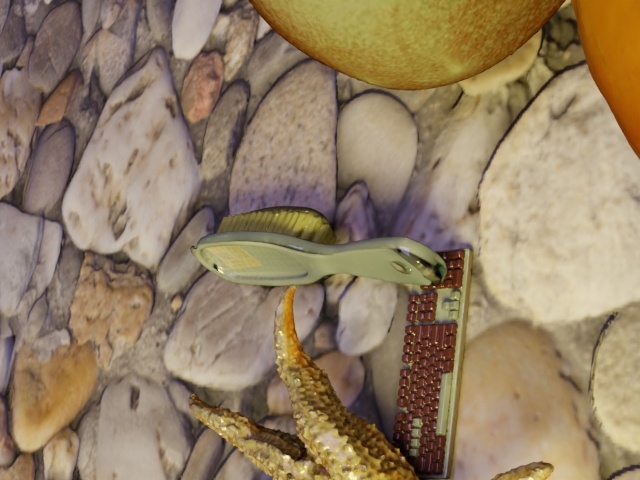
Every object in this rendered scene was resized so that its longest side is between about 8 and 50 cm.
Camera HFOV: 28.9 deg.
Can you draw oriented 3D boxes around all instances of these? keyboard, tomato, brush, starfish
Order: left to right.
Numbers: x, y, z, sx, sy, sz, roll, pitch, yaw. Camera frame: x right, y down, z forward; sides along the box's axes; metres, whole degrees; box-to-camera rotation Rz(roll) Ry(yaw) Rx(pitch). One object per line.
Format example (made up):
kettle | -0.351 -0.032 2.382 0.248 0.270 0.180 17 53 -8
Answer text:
brush | 0.000 0.000 0.982 0.296 0.068 0.060 1 55 52
starfish | 0.006 0.196 0.873 0.293 0.084 0.302 41 124 42
tomato | 0.052 -0.264 0.849 0.303 0.239 0.304 3 96 29
keyboard | 0.077 0.087 0.890 0.055 0.017 0.166 -9 67 47

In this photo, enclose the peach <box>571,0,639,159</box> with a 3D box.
peach | 0.268 -0.131 0.544 0.302 0.342 0.343 89 173 -58
